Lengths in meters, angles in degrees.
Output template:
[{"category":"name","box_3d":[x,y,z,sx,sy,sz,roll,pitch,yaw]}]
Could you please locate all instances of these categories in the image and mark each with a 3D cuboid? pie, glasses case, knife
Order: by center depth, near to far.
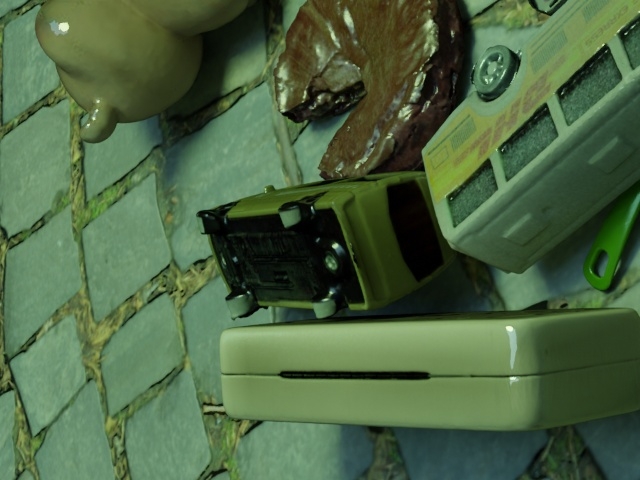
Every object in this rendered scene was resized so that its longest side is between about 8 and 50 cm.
[{"category":"knife","box_3d":[0.233,-0.039,1.103,0.166,0.022,0.078,-61,37,16]},{"category":"glasses case","box_3d":[0.074,0.095,1.148,0.336,0.144,0.076,-5,89,47]},{"category":"pie","box_3d":[0.040,-0.151,1.332,0.218,0.054,0.204,43,112,46]}]

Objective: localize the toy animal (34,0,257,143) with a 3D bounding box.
[{"category":"toy animal","box_3d":[-0.170,-0.244,1.515,0.221,0.230,0.210,-12,30,6]}]

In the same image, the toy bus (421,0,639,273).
[{"category":"toy bus","box_3d":[0.211,-0.122,1.072,0.342,0.097,0.138,-42,37,34]}]

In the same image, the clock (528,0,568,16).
[{"category":"clock","box_3d":[0.203,-0.278,1.167,0.147,0.071,0.192,-44,49,32]}]

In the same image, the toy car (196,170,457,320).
[{"category":"toy car","box_3d":[0.000,0.000,1.259,0.256,0.124,0.101,-2,108,62]}]
